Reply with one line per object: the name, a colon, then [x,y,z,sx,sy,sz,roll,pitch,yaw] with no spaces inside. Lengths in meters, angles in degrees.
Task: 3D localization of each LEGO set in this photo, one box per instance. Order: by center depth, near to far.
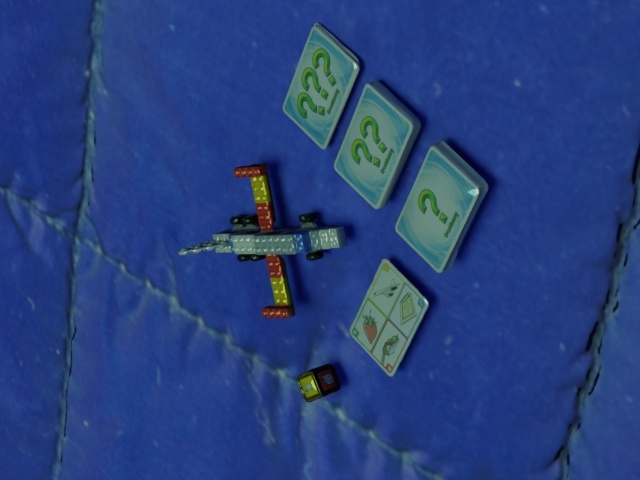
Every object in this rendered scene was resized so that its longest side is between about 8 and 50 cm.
LEGO set: [0.000,0.000,1.353,0.182,0.060,0.244,46,133,26]
